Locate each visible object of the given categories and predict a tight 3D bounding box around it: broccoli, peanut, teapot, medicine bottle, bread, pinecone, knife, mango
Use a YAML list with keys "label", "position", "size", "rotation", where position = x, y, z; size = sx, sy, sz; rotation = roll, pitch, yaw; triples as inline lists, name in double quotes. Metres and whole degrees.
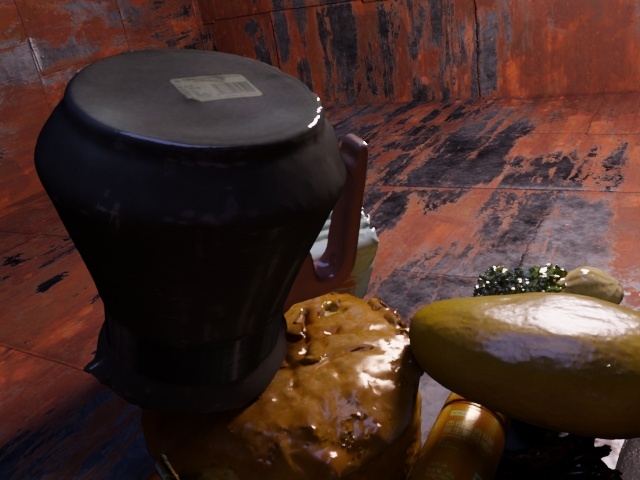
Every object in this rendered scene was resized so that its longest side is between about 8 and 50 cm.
- label: "broccoli"
  position: [0.397, 0.149, 0.915]
  size: [0.361, 0.221, 0.252]
  rotation: [1, -5, 16]
- label: "peanut"
  position: [0.448, 0.087, 1.124]
  size: [0.187, 0.082, 0.082]
  rotation: [-2, 25, 15]
- label: "teapot"
  position: [-0.110, -0.007, 0.714]
  size: [0.376, 0.361, 0.305]
  rotation: [-15, 42, -31]
- label: "medicine bottle"
  position: [0.176, 0.281, 0.791]
  size: [0.096, 0.096, 0.192]
  rotation: [5, 28, 30]
- label: "bread"
  position: [-0.033, 0.222, 0.865]
  size: [0.398, 0.215, 0.398]
  rotation: [-9, 23, 4]
- label: "pinecone"
  position: [0.278, 0.283, 0.715]
  size: [0.140, 0.140, 0.120]
  rotation: [-12, 65, -4]
- label: "knife"
  position: [0.395, 0.293, 0.772]
  size: [0.060, 0.028, 0.230]
  rotation: [-10, 19, 32]
- label: "mango"
  position: [0.267, 0.140, 0.721]
  size: [0.332, 0.142, 0.195]
  rotation: [3, 16, 11]

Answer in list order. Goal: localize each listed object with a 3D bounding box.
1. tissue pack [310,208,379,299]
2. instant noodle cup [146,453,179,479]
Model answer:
- label: "tissue pack"
  position: [-0.107, 0.072, 1.128]
  size: [0.388, 0.287, 0.162]
  rotation: [-16, 61, -11]
- label: "instant noodle cup"
  position: [-0.157, 0.370, 0.532]
  size: [0.214, 0.296, 0.296]
  rotation: [-30, 30, -21]
